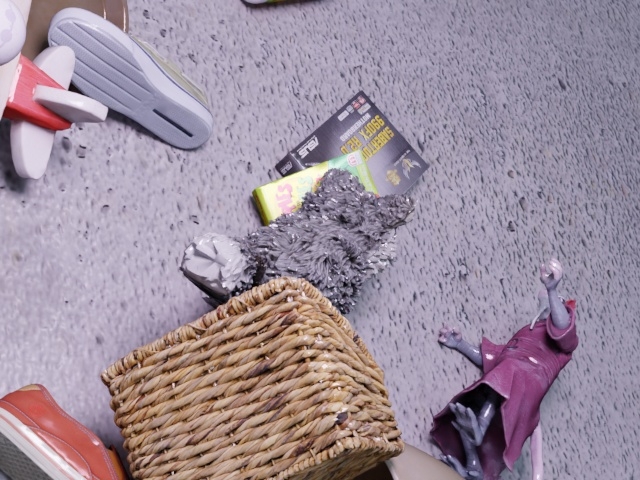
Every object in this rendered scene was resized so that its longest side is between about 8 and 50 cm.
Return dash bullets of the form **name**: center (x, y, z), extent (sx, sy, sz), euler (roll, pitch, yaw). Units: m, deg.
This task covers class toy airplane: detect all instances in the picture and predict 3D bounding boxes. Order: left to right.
- **toy airplane**: center (-0.417, -0.219, 1.223), extent (0.384, 0.272, 0.386), euler (-35, 109, -37)

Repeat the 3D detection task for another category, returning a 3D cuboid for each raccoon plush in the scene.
- **raccoon plush**: center (0.000, 0.000, 1.375), extent (0.216, 0.446, 0.299), euler (32, 80, 8)

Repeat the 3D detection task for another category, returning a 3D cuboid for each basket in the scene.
- **basket**: center (-0.073, 0.206, 1.231), extent (0.213, 0.299, 0.223), euler (25, 39, -62)

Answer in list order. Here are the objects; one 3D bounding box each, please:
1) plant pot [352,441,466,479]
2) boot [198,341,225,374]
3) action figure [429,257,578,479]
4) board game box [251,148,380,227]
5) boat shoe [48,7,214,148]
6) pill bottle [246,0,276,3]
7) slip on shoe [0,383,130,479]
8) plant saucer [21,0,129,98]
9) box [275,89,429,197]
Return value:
- **plant pot**: center (0.094, 0.378, 1.386), extent (0.274, 0.256, 0.257), euler (14, 58, -48)
- **boot**: center (-0.099, 0.226, 1.418), extent (0.165, 0.077, 0.213), euler (5, 71, -31)
- **action figure**: center (0.333, 0.211, 1.607), extent (0.276, 0.248, 0.370), euler (51, 52, -3)
- **board game box**: center (-0.006, -0.068, 1.599), extent (0.181, 0.043, 0.092), euler (-22, 89, -13)
- **boat shoe**: center (-0.279, -0.246, 1.510), extent (0.302, 0.109, 0.094), euler (40, 29, -40)
- **pill bottle**: center (-0.032, -0.499, 1.799), extent (0.245, 0.136, 0.136), euler (-18, 77, -38)
- **slip on shoe**: center (-0.271, 0.300, 1.244), extent (0.331, 0.123, 0.101), euler (43, 46, -2)
- **plant saucer**: center (-0.390, -0.333, 1.463), extent (0.277, 0.041, 0.278), euler (-4, 95, -53)
- **box**: center (0.057, -0.124, 1.718), extent (0.183, 0.056, 0.231), euler (48, 50, -3)
